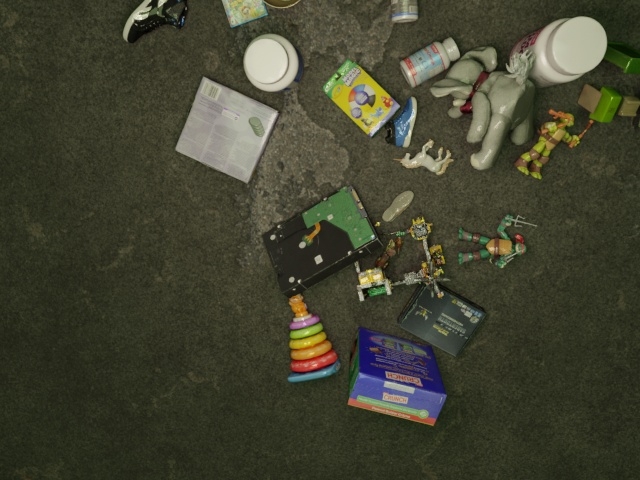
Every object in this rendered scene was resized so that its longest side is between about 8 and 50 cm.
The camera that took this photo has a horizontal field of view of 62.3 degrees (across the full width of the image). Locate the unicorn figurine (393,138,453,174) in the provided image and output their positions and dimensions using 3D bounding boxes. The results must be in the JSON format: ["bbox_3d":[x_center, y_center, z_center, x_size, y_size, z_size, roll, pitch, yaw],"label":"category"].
[{"bbox_3d":[0.324,-0.253,1.629,0.161,0.060,0.111,31,104,-4],"label":"unicorn figurine"}]

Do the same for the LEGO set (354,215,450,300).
[{"bbox_3d":[0.219,0.060,1.620,0.331,0.192,0.255,-6,87,9],"label":"LEGO set"}]

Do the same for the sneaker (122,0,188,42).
[{"bbox_3d":[-0.481,-0.649,1.571,0.121,0.079,0.217,41,102,-5],"label":"sneaker"}]

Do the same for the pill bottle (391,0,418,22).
[{"bbox_3d":[0.239,-0.700,1.511,0.078,0.078,0.137,-3,104,5],"label":"pill bottle"}]

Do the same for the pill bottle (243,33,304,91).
[{"bbox_3d":[-0.132,-0.495,1.488,0.152,0.272,0.152,1,104,3],"label":"pill bottle"}]

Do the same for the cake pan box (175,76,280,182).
[{"bbox_3d":[-0.292,-0.342,1.645,0.266,0.070,0.246,24,102,-2],"label":"cake pan box"}]

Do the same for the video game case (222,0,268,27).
[{"bbox_3d":[-0.237,-0.732,1.568,0.119,0.015,0.166,-16,102,8],"label":"video game case"}]

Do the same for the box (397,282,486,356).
[{"bbox_3d":[0.398,0.253,1.754,0.232,0.059,0.183,29,105,-4],"label":"box"}]

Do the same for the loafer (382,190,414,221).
[{"bbox_3d":[0.249,-0.108,1.688,0.125,0.039,0.045,-45,64,10],"label":"loafer"}]

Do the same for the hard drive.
[{"bbox_3d":[0.000,0.000,1.644,0.338,0.064,0.237,-31,56,11],"label":"hard drive"}]

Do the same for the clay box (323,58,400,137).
[{"bbox_3d":[0.118,-0.428,1.587,0.222,0.053,0.127,44,102,3],"label":"clay box"}]

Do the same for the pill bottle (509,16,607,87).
[{"bbox_3d":[0.632,-0.502,1.424,0.160,0.283,0.161,0,101,0],"label":"pill bottle"}]

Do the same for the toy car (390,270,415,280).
[{"bbox_3d":[0.272,0.127,1.734,0.122,0.060,0.041,-10,72,0],"label":"toy car"}]

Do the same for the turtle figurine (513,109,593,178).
[{"bbox_3d":[0.664,-0.293,1.549,0.087,0.269,0.217,51,121,32],"label":"turtle figurine"}]

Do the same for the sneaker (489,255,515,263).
[{"bbox_3d":[0.589,0.059,1.704,0.083,0.035,0.031,-21,103,9],"label":"sneaker"}]

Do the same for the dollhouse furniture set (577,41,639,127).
[{"bbox_3d":[0.930,-0.448,1.538,0.301,0.151,0.198,-1,126,-13],"label":"dollhouse furniture set"}]

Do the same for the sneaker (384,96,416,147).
[{"bbox_3d":[0.238,-0.363,1.607,0.084,0.058,0.152,7,111,-7],"label":"sneaker"}]

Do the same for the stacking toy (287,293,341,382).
[{"bbox_3d":[-0.048,0.306,1.768,0.165,0.175,0.302,-15,89,13],"label":"stacking toy"}]

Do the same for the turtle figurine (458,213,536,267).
[{"bbox_3d":[0.550,0.018,1.647,0.234,0.175,0.118,-1,148,16],"label":"turtle figurine"}]

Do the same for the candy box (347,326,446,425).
[{"bbox_3d":[0.231,0.418,1.674,0.268,0.317,0.122,15,105,0],"label":"candy box"}]

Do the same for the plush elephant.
[{"bbox_3d":[0.451,-0.405,1.502,0.272,0.255,0.330,-37,142,-26],"label":"plush elephant"}]

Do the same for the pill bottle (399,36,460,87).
[{"bbox_3d":[0.319,-0.522,1.546,0.160,0.087,0.087,-28,101,10],"label":"pill bottle"}]

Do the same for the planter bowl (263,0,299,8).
[{"bbox_3d":[-0.106,-0.739,1.508,0.162,0.109,0.162,1,104,3],"label":"planter bowl"}]
